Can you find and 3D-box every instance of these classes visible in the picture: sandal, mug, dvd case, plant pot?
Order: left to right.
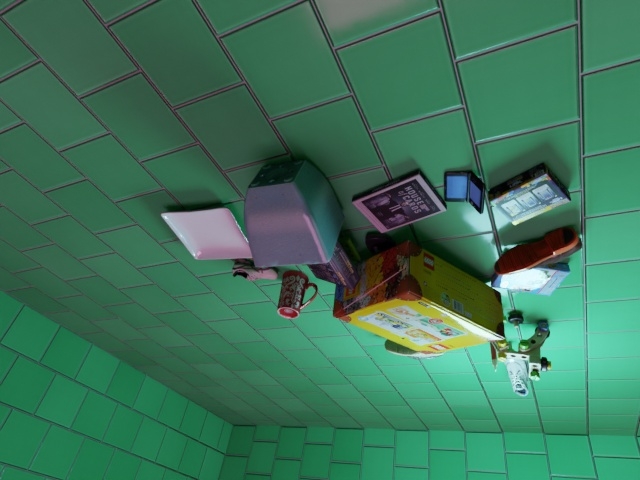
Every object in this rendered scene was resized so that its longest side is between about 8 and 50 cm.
[{"bbox_3d":[-0.094,-0.098,1.313,0.248,0.247,0.252,-5,125,20],"label":"plant pot"},{"bbox_3d":[-0.101,0.219,1.760,0.151,0.169,0.113,-15,135,30],"label":"mug"},{"bbox_3d":[0.241,0.062,1.569,0.097,0.054,0.254,-13,136,28],"label":"sandal"},{"bbox_3d":[0.246,-0.115,1.364,0.239,0.029,0.179,-20,133,35],"label":"dvd case"}]

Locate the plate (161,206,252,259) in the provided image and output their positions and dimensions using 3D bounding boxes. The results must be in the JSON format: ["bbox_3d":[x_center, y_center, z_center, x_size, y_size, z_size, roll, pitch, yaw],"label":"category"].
[{"bbox_3d":[-0.405,-0.030,1.620,0.279,0.045,0.277,-3,139,18],"label":"plate"}]

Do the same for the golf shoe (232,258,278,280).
[{"bbox_3d":[-0.266,0.137,1.767,0.186,0.085,0.067,13,141,-5],"label":"golf shoe"}]

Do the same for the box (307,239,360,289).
[{"bbox_3d":[0.016,0.061,1.489,0.184,0.059,0.232,14,148,43],"label":"box"}]

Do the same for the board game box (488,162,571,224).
[{"bbox_3d":[0.597,-0.128,1.246,0.141,0.048,0.170,33,137,-29],"label":"board game box"}]

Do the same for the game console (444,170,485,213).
[{"bbox_3d":[0.418,-0.136,1.264,0.071,0.107,0.122,-23,139,-3],"label":"game console"}]

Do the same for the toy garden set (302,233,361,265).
[{"bbox_3d":[0.000,0.000,1.558,0.245,0.049,0.203,-7,135,29],"label":"toy garden set"}]

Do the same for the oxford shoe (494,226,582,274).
[{"bbox_3d":[0.705,0.058,1.409,0.272,0.096,0.098,-28,133,33],"label":"oxford shoe"}]

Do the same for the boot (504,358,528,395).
[{"bbox_3d":[0.955,0.657,2.094,0.095,0.123,0.258,-17,135,31],"label":"boot"}]

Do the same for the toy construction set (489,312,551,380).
[{"bbox_3d":[0.807,0.476,1.808,0.258,0.237,0.308,12,143,-1],"label":"toy construction set"}]

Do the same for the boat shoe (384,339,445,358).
[{"bbox_3d":[0.449,0.520,2.068,0.286,0.102,0.092,-1,136,6],"label":"boat shoe"}]

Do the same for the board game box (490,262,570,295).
[{"bbox_3d":[0.738,0.127,1.543,0.212,0.039,0.160,8,142,3],"label":"board game box"}]

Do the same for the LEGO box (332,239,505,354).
[{"bbox_3d":[0.359,0.235,1.591,0.501,0.193,0.373,27,145,-28],"label":"LEGO box"}]
